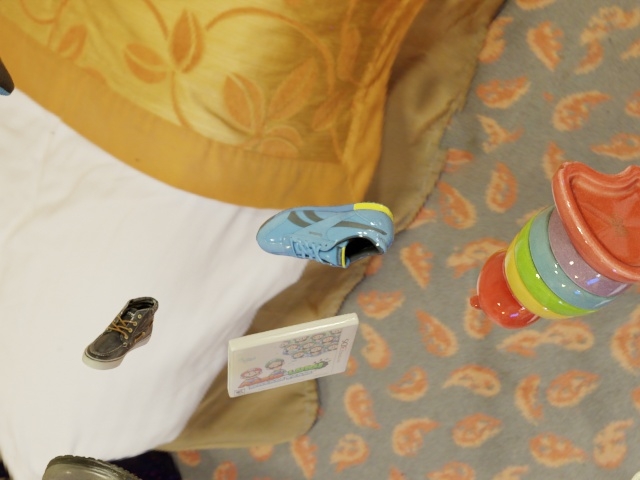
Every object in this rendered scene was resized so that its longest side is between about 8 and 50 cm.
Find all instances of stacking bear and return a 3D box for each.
[{"bbox_3d":[0.320,0.033,1.194,0.289,0.175,0.164,-45,50,55],"label":"stacking bear"}]

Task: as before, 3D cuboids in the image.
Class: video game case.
[{"bbox_3d":[-0.037,0.143,1.076,0.157,0.143,0.019,-11,60,-13],"label":"video game case"}]

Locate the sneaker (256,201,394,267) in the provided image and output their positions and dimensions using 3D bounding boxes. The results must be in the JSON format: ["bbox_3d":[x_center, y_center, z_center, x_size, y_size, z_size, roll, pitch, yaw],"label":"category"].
[{"bbox_3d":[0.000,0.000,1.215,0.209,0.069,0.082,-6,43,21],"label":"sneaker"}]

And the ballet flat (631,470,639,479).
[{"bbox_3d":[0.430,0.444,1.026,0.139,0.139,0.400,-29,34,25],"label":"ballet flat"}]

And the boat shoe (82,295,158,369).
[{"bbox_3d":[-0.344,0.154,1.503,0.065,0.183,0.083,24,110,11],"label":"boat shoe"}]

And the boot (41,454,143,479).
[{"bbox_3d":[-0.226,0.351,0.958,0.246,0.161,0.083,28,137,0],"label":"boot"}]

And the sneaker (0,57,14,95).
[{"bbox_3d":[-0.404,-0.108,0.819,0.125,0.140,0.341,-5,42,30],"label":"sneaker"}]
